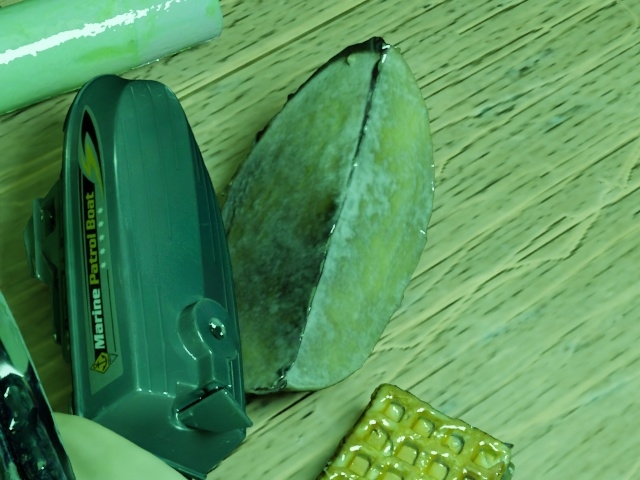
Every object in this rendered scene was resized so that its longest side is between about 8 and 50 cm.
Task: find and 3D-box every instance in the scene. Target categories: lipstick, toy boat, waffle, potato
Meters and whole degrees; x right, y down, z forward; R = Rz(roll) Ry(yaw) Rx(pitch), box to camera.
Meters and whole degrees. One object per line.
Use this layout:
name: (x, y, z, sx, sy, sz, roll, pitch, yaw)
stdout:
lipstick: (-0.220, -0.131, 1.260, 0.304, 0.076, 0.076, -23, 58, -20)
toy boat: (-0.120, 0.010, 1.126, 0.122, 0.114, 0.296, -31, 50, 26)
waffle: (0.046, 0.166, 1.081, 0.102, 0.042, 0.148, 28, 55, 13)
potato: (0.001, 0.003, 1.189, 0.120, 0.100, 0.261, -4, 60, 44)

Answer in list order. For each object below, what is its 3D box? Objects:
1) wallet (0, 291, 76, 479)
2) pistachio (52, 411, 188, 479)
wallet: (-0.248, 0.196, 0.866, 0.046, 0.379, 0.191, 12, 39, -49)
pistachio: (-0.108, 0.229, 0.926, 0.332, 0.208, 0.226, 40, 102, 18)
